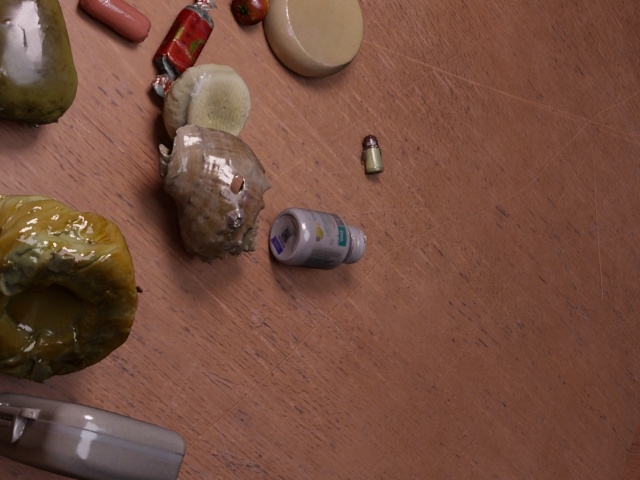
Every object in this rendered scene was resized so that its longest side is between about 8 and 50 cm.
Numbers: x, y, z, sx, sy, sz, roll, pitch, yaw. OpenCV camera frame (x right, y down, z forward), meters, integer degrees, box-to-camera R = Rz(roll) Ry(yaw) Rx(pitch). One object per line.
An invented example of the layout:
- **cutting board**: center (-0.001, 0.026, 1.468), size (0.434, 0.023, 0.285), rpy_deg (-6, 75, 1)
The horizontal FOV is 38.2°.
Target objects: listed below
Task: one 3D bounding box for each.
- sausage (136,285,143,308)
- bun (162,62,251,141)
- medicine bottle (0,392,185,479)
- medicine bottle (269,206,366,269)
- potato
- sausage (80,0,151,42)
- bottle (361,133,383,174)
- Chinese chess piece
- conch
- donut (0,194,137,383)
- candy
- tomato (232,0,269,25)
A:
- **sausage**: center (-0.519, 0.038, 1.733), size (0.419, 0.094, 0.094), rpy_deg (34, 43, -32)
- **bun**: center (-0.255, -0.289, 1.975), size (0.222, 0.127, 0.222), rpy_deg (-32, 139, -33)
- **medicine bottle**: center (-0.416, 0.347, 1.594), size (0.282, 0.375, 0.123), rpy_deg (27, 71, -35)
- **medicine bottle**: center (0.000, 0.000, 2.165), size (0.215, 0.135, 0.135), rpy_deg (8, 79, -40)
- **potato**: center (-0.559, -0.361, 1.699), size (0.210, 0.173, 0.308), rpy_deg (-4, 85, -39)
- **sausage**: center (-0.420, -0.467, 1.907), size (0.154, 0.062, 0.062), rpy_deg (30, 65, -34)
- **bottle**: center (0.133, -0.222, 2.375), size (0.063, 0.047, 0.101), rpy_deg (6, 74, -68)
- **Chinese chess piece**: center (-0.015, -0.531, 2.246), size (0.273, 0.102, 0.274), rpy_deg (5, 82, -40)
- **conch**: center (-0.200, -0.100, 1.928), size (0.263, 0.186, 0.324), rpy_deg (-61, 148, -27)
- **donut**: center (-0.493, 0.082, 1.609), size (0.360, 0.360, 0.170), rpy_deg (24, 26, -37)
- **candy**: center (-0.296, -0.431, 2.014), size (0.086, 0.059, 0.292), rpy_deg (40, 60, -30)
- **tomato**: center (-0.157, -0.543, 2.134), size (0.075, 0.087, 0.087), rpy_deg (-37, 109, -40)
